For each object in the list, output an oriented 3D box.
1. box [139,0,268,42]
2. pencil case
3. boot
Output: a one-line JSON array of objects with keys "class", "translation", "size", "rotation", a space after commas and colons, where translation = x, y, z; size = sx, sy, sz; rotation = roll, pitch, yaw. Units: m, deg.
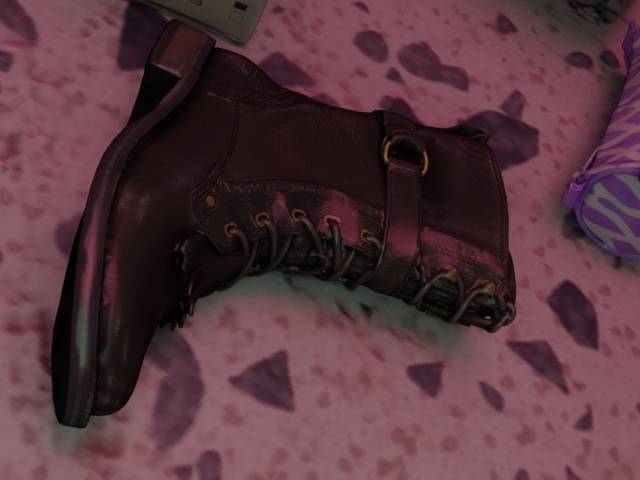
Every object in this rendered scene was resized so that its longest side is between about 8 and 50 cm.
[{"class": "box", "translation": [-0.058, -0.270, 0.557], "size": [0.126, 0.148, 0.232], "rotation": [20, 54, -11]}, {"class": "pencil case", "translation": [0.235, -0.076, 0.619], "size": [0.088, 0.086, 0.206], "rotation": [20, 49, 17]}, {"class": "boot", "translation": [0.000, 0.000, 0.455], "size": [0.229, 0.091, 0.263], "rotation": [21, 52, -11]}]
